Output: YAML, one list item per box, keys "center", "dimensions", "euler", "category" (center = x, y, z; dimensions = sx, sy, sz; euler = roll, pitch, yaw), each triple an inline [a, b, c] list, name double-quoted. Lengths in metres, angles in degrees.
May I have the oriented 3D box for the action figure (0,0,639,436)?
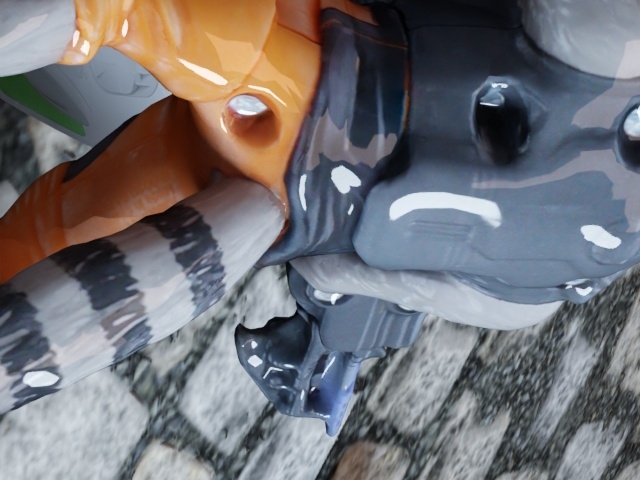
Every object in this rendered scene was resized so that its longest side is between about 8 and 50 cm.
- center: [0.000, 0.000, 0.651]
  dimensions: [0.330, 0.178, 0.341]
  euler: [-8, 137, -17]
  category: "action figure"

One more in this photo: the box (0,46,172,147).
- center: [-0.037, -0.191, 0.740]
  dimensions: [0.231, 0.127, 0.262]
  euler: [-49, 149, -27]
  category: "box"
